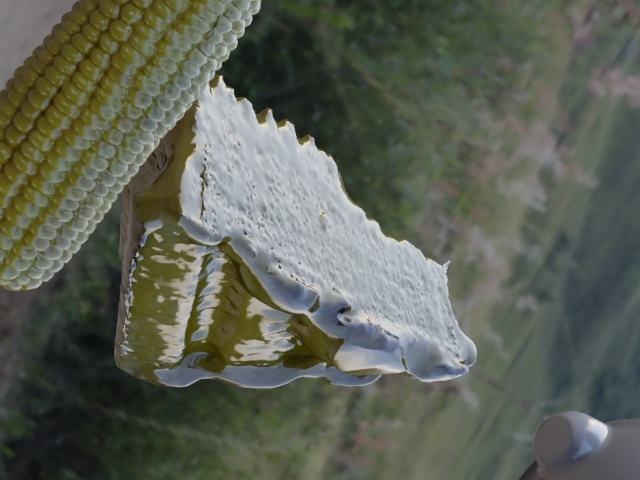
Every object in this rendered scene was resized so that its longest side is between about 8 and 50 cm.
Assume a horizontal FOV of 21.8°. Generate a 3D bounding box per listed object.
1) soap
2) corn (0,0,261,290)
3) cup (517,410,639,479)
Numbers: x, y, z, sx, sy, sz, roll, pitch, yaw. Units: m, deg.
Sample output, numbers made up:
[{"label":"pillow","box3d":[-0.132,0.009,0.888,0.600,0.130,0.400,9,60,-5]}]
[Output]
[{"label":"soap","box3d":[0.000,0.000,1.260,0.338,0.304,0.169,111,-23,-66]},{"label":"corn","box3d":[-0.131,-0.079,0.954,0.244,0.093,0.093,-51,174,11]},{"label":"cup","box3d":[0.154,0.149,0.706,0.173,0.142,0.134,20,-98,53]}]
